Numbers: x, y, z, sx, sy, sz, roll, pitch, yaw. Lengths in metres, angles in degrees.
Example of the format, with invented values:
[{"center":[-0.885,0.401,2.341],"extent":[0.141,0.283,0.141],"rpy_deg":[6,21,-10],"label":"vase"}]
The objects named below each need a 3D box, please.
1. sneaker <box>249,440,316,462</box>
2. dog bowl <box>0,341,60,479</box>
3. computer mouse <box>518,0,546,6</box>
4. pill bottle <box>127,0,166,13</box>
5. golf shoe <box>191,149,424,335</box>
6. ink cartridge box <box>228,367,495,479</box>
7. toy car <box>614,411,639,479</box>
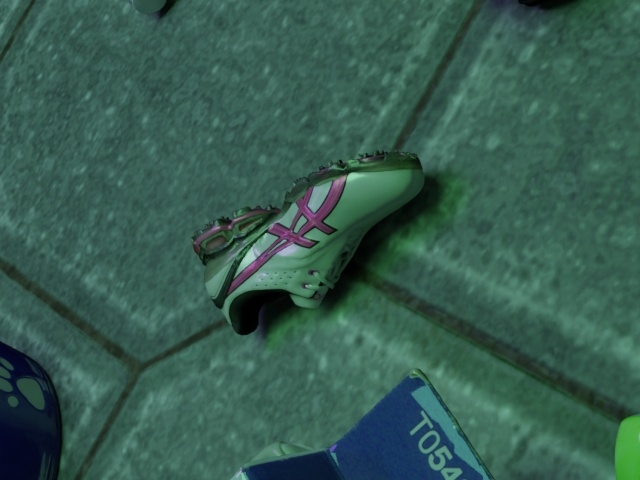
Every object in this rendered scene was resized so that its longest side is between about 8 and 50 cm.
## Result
[{"center":[-0.020,0.222,0.988],"extent":[0.090,0.115,0.232],"rpy_deg":[-28,47,35],"label":"sneaker"},{"center":[-0.328,0.190,1.367],"extent":[0.265,0.104,0.265],"rpy_deg":[-28,47,35],"label":"dog bowl"},{"center":[0.215,-0.185,1.063],"extent":[0.242,0.041,0.071],"rpy_deg":[-14,47,51],"label":"computer mouse"},{"center":[-0.157,-0.232,1.501],"extent":[0.043,0.043,0.083],"rpy_deg":[-43,41,20],"label":"pill bottle"},{"center":[0.000,0.000,1.166],"extent":[0.186,0.067,0.086],"rpy_deg":[-28,76,32],"label":"golf shoe"},{"center":[0.004,0.286,0.861],"extent":[0.330,0.071,0.324],"rpy_deg":[-47,59,24],"label":"ink cartridge box"},{"center":[0.166,0.162,0.868],"extent":[0.239,0.053,0.225],"rpy_deg":[-6,62,46],"label":"toy car"}]
